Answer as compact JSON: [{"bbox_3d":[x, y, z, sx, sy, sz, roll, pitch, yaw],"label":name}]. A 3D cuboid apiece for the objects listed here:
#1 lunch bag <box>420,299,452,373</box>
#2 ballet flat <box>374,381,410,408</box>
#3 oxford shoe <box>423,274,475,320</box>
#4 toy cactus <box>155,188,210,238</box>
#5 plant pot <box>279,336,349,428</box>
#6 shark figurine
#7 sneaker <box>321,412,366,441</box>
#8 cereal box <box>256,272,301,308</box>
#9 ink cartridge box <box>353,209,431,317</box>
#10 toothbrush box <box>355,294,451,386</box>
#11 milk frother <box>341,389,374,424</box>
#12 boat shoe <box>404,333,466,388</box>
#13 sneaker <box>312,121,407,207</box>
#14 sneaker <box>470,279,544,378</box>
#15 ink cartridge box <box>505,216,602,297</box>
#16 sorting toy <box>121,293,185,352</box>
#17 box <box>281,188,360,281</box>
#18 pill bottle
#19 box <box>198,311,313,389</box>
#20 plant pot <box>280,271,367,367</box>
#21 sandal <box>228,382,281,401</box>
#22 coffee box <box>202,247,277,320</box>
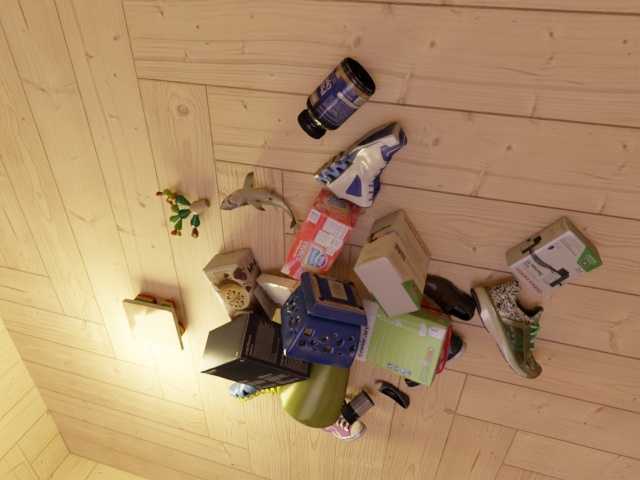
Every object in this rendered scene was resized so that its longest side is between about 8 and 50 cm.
[{"bbox_3d":[0.317,0.318,1.533,0.292,0.120,0.259,9,97,23],"label":"lunch bag"},{"bbox_3d":[0.305,0.652,1.826,0.173,0.049,0.058,30,125,-1],"label":"ballet flat"},{"bbox_3d":[0.424,0.195,1.463,0.227,0.096,0.083,29,126,7],"label":"oxford shoe"},{"bbox_3d":[-0.498,-0.107,1.598,0.180,0.112,0.219,-21,104,18],"label":"toy cactus"},{"bbox_3d":[0.005,0.552,1.762,0.274,0.275,0.294,24,109,3],"label":"plant pot"},{"bbox_3d":[-0.195,-0.123,1.495,0.277,0.167,0.116,18,153,-14],"label":"shark figurine"},{"bbox_3d":[0.069,0.815,1.954,0.281,0.102,0.161,-15,110,44],"label":"sneaker"},{"bbox_3d":[-0.118,0.208,1.616,0.240,0.047,0.173,7,138,46],"label":"cereal box"},{"bbox_3d":[0.233,0.065,1.338,0.117,0.278,0.201,-24,111,33],"label":"ink cartridge box"},{"bbox_3d":[0.262,0.321,1.424,0.282,0.122,0.207,15,98,21],"label":"toothbrush box"},{"bbox_3d":[0.145,0.707,1.895,0.134,0.129,0.143,-40,72,0],"label":"milk frother"},{"bbox_3d":[0.412,0.449,1.629,0.091,0.114,0.303,37,114,-7],"label":"boat shoe"},{"bbox_3d":[0.146,-0.208,1.298,0.315,0.128,0.182,-26,114,38],"label":"sneaker"},{"bbox_3d":[0.666,0.295,1.423,0.181,0.158,0.410,-30,111,23],"label":"sneaker"},{"bbox_3d":[0.691,0.055,1.289,0.153,0.087,0.208,41,126,-9],"label":"ink cartridge box"},{"bbox_3d":[-0.752,0.373,1.988,0.256,0.089,0.256,9,124,13],"label":"sorting toy"},{"bbox_3d":[0.000,0.000,1.457,0.153,0.142,0.300,27,126,1],"label":"box"},{"bbox_3d":[0.039,-0.389,1.208,0.123,0.123,0.219,45,124,-12],"label":"pill bottle"},{"bbox_3d":[-0.254,0.452,1.712,0.312,0.179,0.343,27,142,-30],"label":"box"},{"bbox_3d":[0.014,0.244,1.401,0.235,0.236,0.212,15,116,-18],"label":"plant pot"},{"bbox_3d":[-0.299,0.650,1.999,0.317,0.126,0.138,-22,109,20],"label":"sandal"},{"bbox_3d":[-0.310,0.194,1.702,0.167,0.119,0.298,-11,117,25],"label":"coffee box"}]
